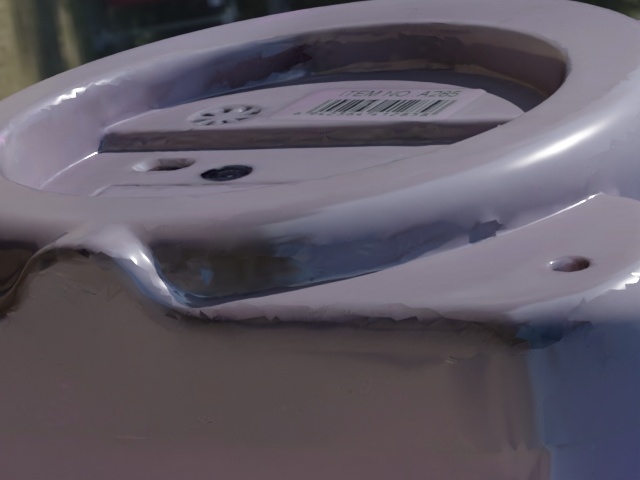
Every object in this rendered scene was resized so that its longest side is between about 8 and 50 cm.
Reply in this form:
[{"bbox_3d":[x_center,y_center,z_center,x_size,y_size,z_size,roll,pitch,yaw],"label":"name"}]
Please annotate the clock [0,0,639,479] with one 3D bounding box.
[{"bbox_3d":[0.000,0.000,0.573,0.322,0.295,0.113,-45,131,-60],"label":"clock"}]
